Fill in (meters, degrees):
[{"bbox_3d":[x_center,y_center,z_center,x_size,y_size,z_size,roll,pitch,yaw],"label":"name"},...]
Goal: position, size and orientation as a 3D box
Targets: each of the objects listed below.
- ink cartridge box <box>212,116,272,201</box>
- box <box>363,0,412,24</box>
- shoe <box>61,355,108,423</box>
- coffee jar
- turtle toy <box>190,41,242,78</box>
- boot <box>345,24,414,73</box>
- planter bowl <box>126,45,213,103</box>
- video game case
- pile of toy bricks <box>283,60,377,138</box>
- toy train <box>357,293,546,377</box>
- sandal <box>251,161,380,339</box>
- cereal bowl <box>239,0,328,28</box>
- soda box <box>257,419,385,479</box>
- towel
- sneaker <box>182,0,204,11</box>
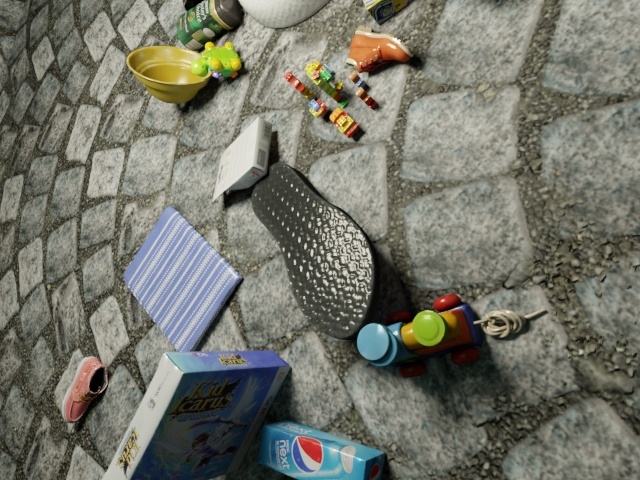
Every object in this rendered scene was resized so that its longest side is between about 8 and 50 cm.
[{"bbox_3d":[-0.180,-0.175,1.017,0.179,0.045,0.145,-32,46,45],"label":"ink cartridge box"},{"bbox_3d":[0.166,-0.507,0.866,0.169,0.054,0.059,-27,64,27],"label":"box"},{"bbox_3d":[-0.617,0.401,1.162,0.081,0.064,0.177,10,80,40],"label":"shoe"},{"bbox_3d":[-0.298,-0.592,1.186,0.185,0.079,0.096,-15,70,30],"label":"coffee jar"},{"bbox_3d":[-0.260,-0.444,1.113,0.066,0.130,0.095,107,147,-53],"label":"turtle toy"},{"bbox_3d":[0.113,-0.361,0.868,0.158,0.059,0.084,39,104,43],"label":"boot"},{"bbox_3d":[-0.392,-0.425,1.174,0.217,0.217,0.090,51,143,32],"label":"planter bowl"},{"bbox_3d":[-0.200,0.313,0.776,0.061,0.270,0.244,29,96,35],"label":"video game case"},{"bbox_3d":[0.010,-0.311,0.891,0.118,0.105,0.212,-47,57,15],"label":"pile of toy bricks"},{"bbox_3d":[0.184,0.125,0.640,0.248,0.143,0.105,-25,66,27],"label":"toy train"},{"bbox_3d":[0.001,-0.003,0.837,0.167,0.107,0.445,-48,44,16],"label":"sandal"},{"bbox_3d":[-0.085,-0.687,1.030,0.339,0.141,0.338,-9,72,31],"label":"cereal bowl"},{"bbox_3d":[-0.002,0.367,0.750,0.210,0.071,0.067,1,79,34],"label":"soda box"},{"bbox_3d":[-0.346,0.091,1.081,0.336,0.040,0.243,39,99,32],"label":"towel"},{"bbox_3d":[-0.409,-0.770,1.251,0.448,0.169,0.257,6,80,32],"label":"sneaker"}]
